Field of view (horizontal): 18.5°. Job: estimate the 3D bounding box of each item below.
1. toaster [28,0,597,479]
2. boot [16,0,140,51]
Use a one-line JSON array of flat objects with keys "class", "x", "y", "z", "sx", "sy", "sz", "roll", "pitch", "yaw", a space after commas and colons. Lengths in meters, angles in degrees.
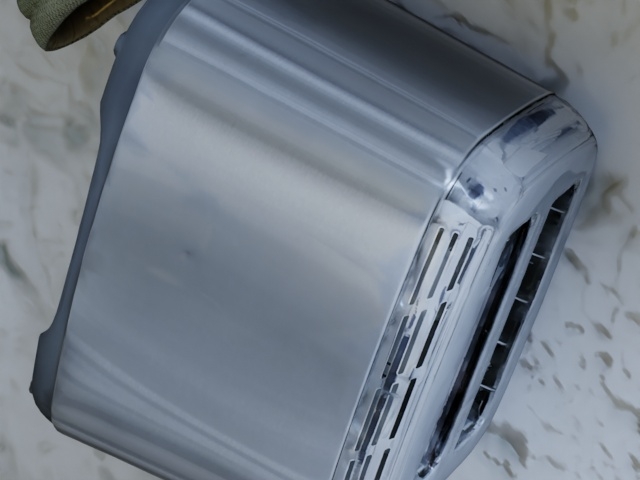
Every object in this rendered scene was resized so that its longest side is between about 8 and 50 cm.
[{"class": "toaster", "x": 0.000, "y": 0.000, "z": 0.698, "sx": 0.146, "sy": 0.129, "sz": 0.227, "roll": 28, "pitch": 118, "yaw": 17}, {"class": "boot", "x": -0.074, "y": -0.177, "z": 0.689, "sx": 0.213, "sy": 0.077, "sz": 0.165, "roll": -34, "pitch": 81, "yaw": 45}]
